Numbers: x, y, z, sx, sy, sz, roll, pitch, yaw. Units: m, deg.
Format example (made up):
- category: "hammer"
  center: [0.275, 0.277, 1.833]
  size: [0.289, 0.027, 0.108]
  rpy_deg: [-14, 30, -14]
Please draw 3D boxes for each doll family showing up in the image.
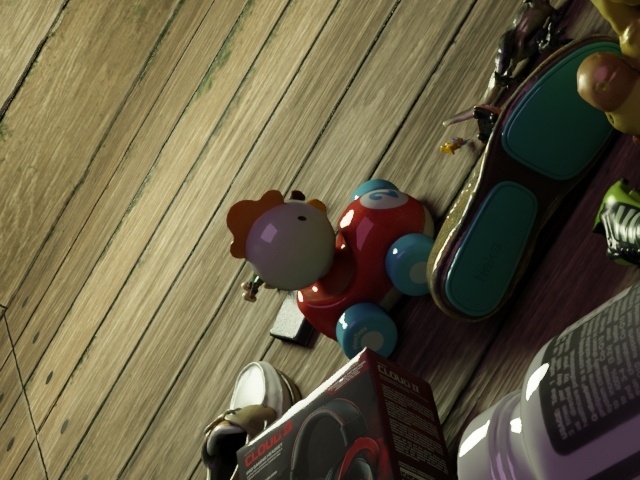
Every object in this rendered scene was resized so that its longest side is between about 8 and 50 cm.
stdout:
- category: "doll family"
  center: [-0.068, 0.001, 1.938]
  size: [0.111, 0.076, 0.193]
  rpy_deg: [115, 160, -44]

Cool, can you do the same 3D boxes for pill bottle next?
- category: "pill bottle"
  center: [0.281, 0.124, 0.952]
  size: [0.363, 0.210, 0.210]
  rpy_deg: [-40, 31, 39]

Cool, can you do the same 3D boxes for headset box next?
- category: "headset box"
  center: [0.027, 0.274, 1.360]
  size: [0.218, 0.110, 0.293]
  rpy_deg: [-41, 36, 25]

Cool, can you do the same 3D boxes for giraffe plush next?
- category: "giraffe plush"
  center: [0.327, -0.183, 1.283]
  size: [0.181, 0.210, 0.171]
  rpy_deg: [-18, -47, -62]

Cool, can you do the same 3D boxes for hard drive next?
- category: "hard drive"
  center: [-0.021, 0.080, 1.826]
  size: [0.094, 0.022, 0.135]
  rpy_deg: [4, 67, 64]

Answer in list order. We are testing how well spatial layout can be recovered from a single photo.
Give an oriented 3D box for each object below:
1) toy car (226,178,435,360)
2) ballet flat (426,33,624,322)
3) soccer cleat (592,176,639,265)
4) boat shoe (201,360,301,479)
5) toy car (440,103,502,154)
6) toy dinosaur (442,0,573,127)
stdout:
- category: "toy car"
  center: [0.000, 0.000, 1.607]
  size: [0.210, 0.238, 0.219]
  rpy_deg: [-55, 25, 14]
- category: "ballet flat"
  center: [0.220, -0.072, 1.419]
  size: [0.349, 0.123, 0.123]
  rpy_deg: [-61, 24, 2]
- category: "soccer cleat"
  center: [0.310, -0.001, 1.227]
  size: [0.179, 0.060, 0.072]
  rpy_deg: [-112, 45, -68]
- category: "boat shoe"
  center: [-0.094, 0.262, 1.676]
  size: [0.113, 0.103, 0.302]
  rpy_deg: [-48, 27, 27]
- category: "toy car"
  center: [0.192, -0.145, 1.613]
  size: [0.040, 0.060, 0.122]
  rpy_deg: [-37, 19, -29]
- category: "toy dinosaur"
  center: [0.246, -0.238, 1.604]
  size: [0.268, 0.064, 0.118]
  rpy_deg: [-58, 17, 12]
